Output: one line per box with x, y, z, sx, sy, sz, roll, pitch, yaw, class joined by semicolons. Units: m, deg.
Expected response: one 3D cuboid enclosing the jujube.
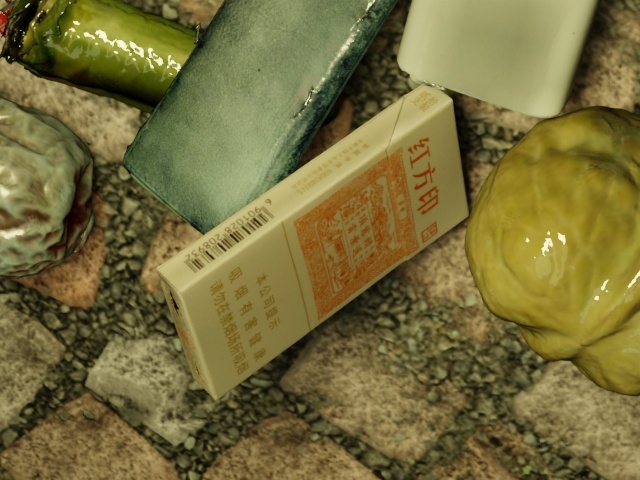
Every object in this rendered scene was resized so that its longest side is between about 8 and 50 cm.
-0.424;-0.073;2.311;0.317;0.226;0.226;19;125;2;jujube

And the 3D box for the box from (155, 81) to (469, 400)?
0.001;0.000;2.097;0.051;0.365;0.204;42;159;34;box

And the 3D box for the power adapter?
0.199;-0.276;2.008;0.187;0.124;0.255;19;123;7;power adapter

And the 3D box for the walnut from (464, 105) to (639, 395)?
0.301;0.008;2.054;0.253;0.277;0.282;-12;129;33;walnut

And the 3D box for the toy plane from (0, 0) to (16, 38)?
-0.330;-0.282;2.249;0.145;0.037;0.060;-28;118;27;toy plane

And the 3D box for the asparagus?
-0.169;-0.189;2.195;0.382;0.108;0.128;21;132;-4;asparagus

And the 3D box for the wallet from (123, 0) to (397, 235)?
-0.056;-0.182;2.066;0.191;0.046;0.379;40;107;29;wallet
